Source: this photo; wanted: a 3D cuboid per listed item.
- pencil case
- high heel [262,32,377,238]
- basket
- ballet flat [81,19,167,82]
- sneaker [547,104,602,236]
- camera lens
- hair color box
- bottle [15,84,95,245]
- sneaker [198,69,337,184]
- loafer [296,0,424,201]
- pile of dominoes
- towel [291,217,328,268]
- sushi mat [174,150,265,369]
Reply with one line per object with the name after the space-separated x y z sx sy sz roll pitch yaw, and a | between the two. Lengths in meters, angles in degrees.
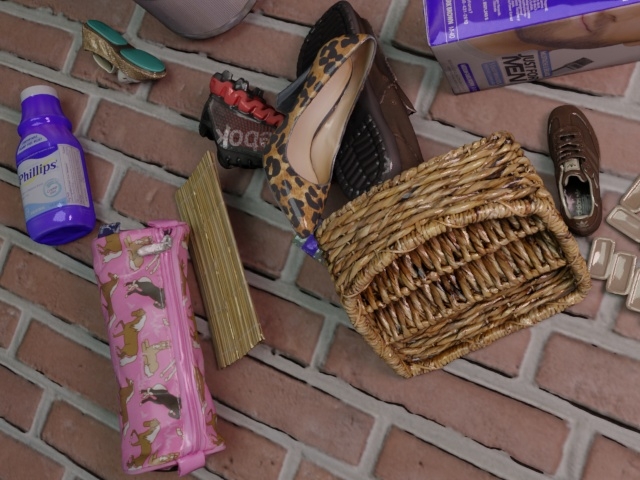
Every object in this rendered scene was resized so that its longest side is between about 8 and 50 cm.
-0.248 0.162 1.100 0.160 0.167 0.385 -12 77 2 | pencil case
0.010 -0.145 0.947 0.186 0.093 0.261 -32 51 41 | high heel
0.169 0.027 0.933 0.299 0.213 0.223 -26 72 15 | basket
-0.353 -0.322 1.286 0.206 0.073 0.067 39 123 25 | ballet flat
0.345 -0.101 0.965 0.066 0.071 0.188 -12 77 19 | sneaker
-0.230 -0.467 1.141 0.220 0.274 0.219 -4 79 20 | camera lens
0.322 -0.297 0.948 0.339 0.185 0.110 -9 78 20 | hair color box
-0.478 -0.137 1.277 0.118 0.092 0.282 -20 74 18 | bottle
-0.084 -0.149 1.127 0.276 0.098 0.135 36 101 19 | sneaker
0.064 -0.198 1.075 0.134 0.130 0.365 -34 55 37 | loafer
0.482 0.032 0.920 0.251 0.040 0.196 42 97 30 | pile of dominoes
0.000 0.000 1.113 0.083 0.009 0.060 37 96 22 | towel
-0.162 0.034 1.125 0.151 0.019 0.316 -37 65 48 | sushi mat
